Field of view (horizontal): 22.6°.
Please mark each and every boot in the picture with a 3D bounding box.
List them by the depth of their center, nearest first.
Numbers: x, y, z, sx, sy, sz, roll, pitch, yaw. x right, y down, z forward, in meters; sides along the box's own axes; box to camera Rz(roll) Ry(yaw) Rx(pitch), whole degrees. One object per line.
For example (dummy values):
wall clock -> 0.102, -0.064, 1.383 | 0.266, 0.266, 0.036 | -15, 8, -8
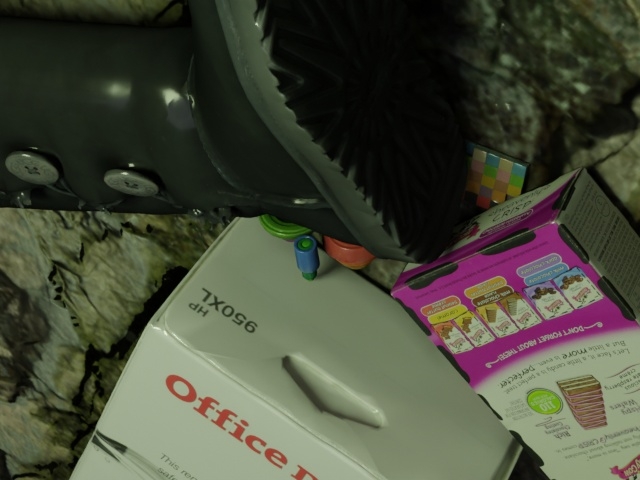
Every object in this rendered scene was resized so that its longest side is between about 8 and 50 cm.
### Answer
boot -> -0.160, -0.130, 1.088 | 0.445, 0.146, 0.367 | 11, 148, 29

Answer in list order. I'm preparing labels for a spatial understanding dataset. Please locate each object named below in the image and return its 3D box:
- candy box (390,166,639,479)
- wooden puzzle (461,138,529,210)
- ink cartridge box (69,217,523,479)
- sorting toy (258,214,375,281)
candy box -> 0.186, 0.076, 1.139 | 0.159, 0.071, 0.233 | -25, 111, 42
wooden puzzle -> 0.120, -0.043, 1.130 | 0.083, 0.006, 0.049 | 22, 134, 15
ink cartridge box -> -0.040, 0.203, 1.321 | 0.285, 0.166, 0.395 | 34, 137, 2
sorting toy -> 0.000, 0.000, 1.206 | 0.102, 0.061, 0.042 | 19, 144, 20
